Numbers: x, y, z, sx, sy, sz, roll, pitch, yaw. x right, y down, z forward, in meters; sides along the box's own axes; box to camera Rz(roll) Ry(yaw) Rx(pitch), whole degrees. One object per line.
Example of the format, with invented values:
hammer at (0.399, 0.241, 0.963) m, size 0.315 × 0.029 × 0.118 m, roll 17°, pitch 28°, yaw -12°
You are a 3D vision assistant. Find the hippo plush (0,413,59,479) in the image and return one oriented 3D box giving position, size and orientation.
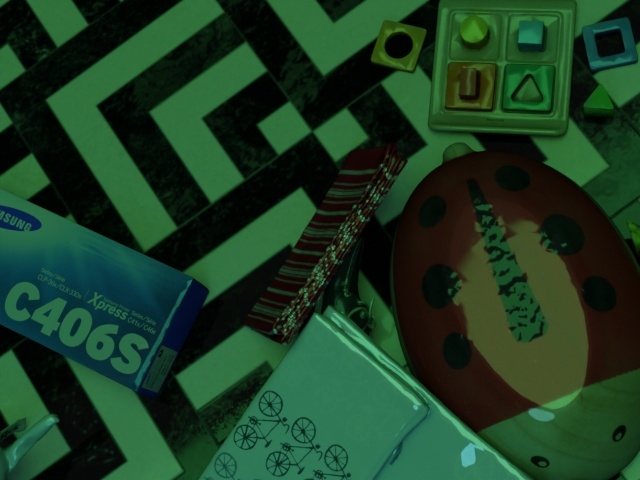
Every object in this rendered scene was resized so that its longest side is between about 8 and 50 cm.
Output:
hippo plush at (-0.469, 0.381, 1.651) m, size 0.294 × 0.234 × 0.236 m, roll -17°, pitch 90°, yaw -35°

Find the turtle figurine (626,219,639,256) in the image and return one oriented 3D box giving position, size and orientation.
turtle figurine at (0.485, -0.019, 1.580) m, size 0.217 × 0.087 × 0.269 m, roll -20°, pitch 81°, yaw 12°

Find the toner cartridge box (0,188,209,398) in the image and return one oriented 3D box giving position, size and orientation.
toner cartridge box at (-0.339, 0.062, 1.743) m, size 0.348 × 0.075 × 0.165 m, roll 23°, pitch 80°, yaw 17°

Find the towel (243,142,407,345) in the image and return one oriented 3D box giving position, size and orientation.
towel at (0.000, 0.000, 1.632) m, size 0.031 × 0.199 × 0.274 m, roll 35°, pitch 83°, yaw -13°

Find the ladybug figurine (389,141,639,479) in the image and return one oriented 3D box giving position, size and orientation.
ladybug figurine at (0.235, 0.077, 1.569) m, size 0.305 × 0.162 × 0.449 m, roll -26°, pitch 72°, yaw 5°

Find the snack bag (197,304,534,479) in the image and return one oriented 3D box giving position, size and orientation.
snack bag at (0.041, 0.303, 1.559) m, size 0.342 × 0.037 × 0.323 m, roll 40°, pitch 107°, yaw 15°

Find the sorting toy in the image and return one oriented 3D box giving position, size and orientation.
sorting toy at (0.233, -0.234, 1.711) m, size 0.348 × 0.047 × 0.196 m, roll 3°, pitch 76°, yaw 13°

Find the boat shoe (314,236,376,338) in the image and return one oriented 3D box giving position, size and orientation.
boat shoe at (0.027, 0.113, 1.639) m, size 0.079 × 0.095 × 0.254 m, roll 11°, pitch 76°, yaw 15°
